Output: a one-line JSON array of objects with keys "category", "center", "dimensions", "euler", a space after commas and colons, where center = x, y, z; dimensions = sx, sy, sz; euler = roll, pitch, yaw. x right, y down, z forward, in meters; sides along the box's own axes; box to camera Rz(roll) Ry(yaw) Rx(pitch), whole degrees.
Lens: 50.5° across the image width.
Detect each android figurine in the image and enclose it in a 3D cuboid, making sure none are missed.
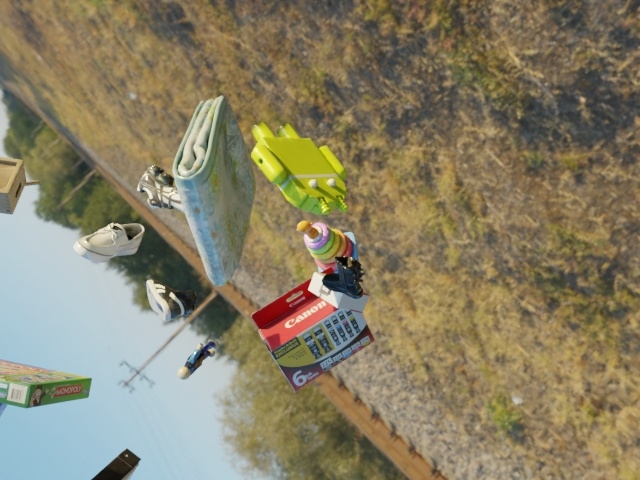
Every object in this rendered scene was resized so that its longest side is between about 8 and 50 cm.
[{"category": "android figurine", "center": [-0.040, -0.159, 1.518], "dimensions": [0.248, 0.056, 0.273], "euler": [-6, -127, -48]}]

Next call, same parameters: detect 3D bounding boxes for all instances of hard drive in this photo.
[{"category": "hard drive", "center": [-0.595, 0.689, 1.710], "dimensions": [0.064, 0.237, 0.339], "euler": [35, -173, 5]}]

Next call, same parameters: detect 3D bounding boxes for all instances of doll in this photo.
[{"category": "doll", "center": [-0.374, 0.361, 2.048], "dimensions": [0.046, 0.129, 0.189], "euler": [31, -153, 9]}]

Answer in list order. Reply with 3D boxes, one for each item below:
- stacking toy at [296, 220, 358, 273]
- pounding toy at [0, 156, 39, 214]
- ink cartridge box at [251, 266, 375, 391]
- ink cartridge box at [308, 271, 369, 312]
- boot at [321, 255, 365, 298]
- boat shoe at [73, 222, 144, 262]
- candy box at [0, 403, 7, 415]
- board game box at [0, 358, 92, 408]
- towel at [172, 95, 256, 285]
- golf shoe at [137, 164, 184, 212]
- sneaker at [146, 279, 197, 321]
[{"category": "stacking toy", "center": [0.000, 0.000, 2.521], "dimensions": [0.302, 0.175, 0.166], "euler": [39, -144, -50]}, {"category": "pounding toy", "center": [-0.733, -0.129, 1.552], "dimensions": [0.100, 0.130, 0.141], "euler": [108, 167, -47]}, {"category": "ink cartridge box", "center": [-0.023, 0.279, 2.142], "dimensions": [0.130, 0.309, 0.272], "euler": [49, 169, 54]}, {"category": "ink cartridge box", "center": [0.052, 0.154, 2.017], "dimensions": [0.109, 0.063, 0.150], "euler": [16, -173, -41]}, {"category": "boot", "center": [0.049, 0.077, 1.564], "dimensions": [0.121, 0.045, 0.099], "euler": [22, 140, 34]}, {"category": "boat shoe", "center": [-0.560, -0.007, 1.813], "dimensions": [0.095, 0.084, 0.258], "euler": [35, -166, 6]}, {"category": "candy box", "center": [-0.868, 0.427, 1.471], "dimensions": [0.122, 0.268, 0.317], "euler": [39, -162, 12]}, {"category": "board game box", "center": [-0.652, 0.272, 1.346], "dimensions": [0.317, 0.046, 0.213], "euler": [8, 175, 12]}, {"category": "towel", "center": [-0.241, -0.131, 1.633], "dimensions": [0.375, 0.090, 0.321], "euler": [-83, -17, -49]}, {"category": "golf shoe", "center": [-0.385, -0.103, 1.737], "dimensions": [0.198, 0.094, 0.077], "euler": [41, -177, 16]}, {"category": "sneaker", "center": [-0.433, 0.171, 2.007], "dimensions": [0.217, 0.121, 0.079], "euler": [37, 132, 54]}]
